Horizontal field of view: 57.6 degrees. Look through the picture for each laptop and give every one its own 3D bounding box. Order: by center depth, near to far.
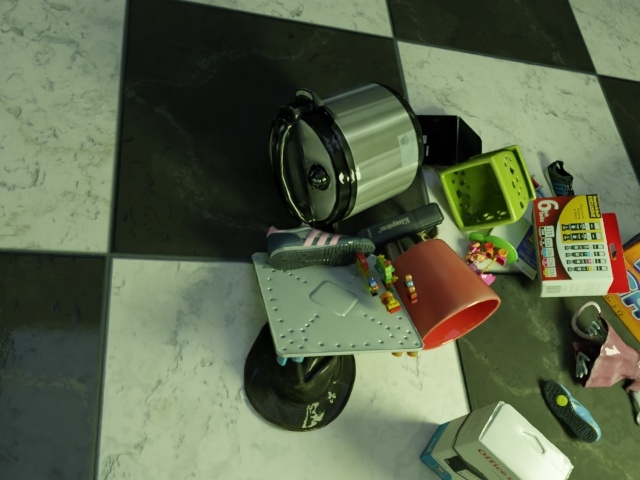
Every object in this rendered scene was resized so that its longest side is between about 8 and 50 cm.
[{"bbox_3d":[0.454,-0.324,2.107,0.265,0.136,0.234,3,59,11],"label":"laptop"}]

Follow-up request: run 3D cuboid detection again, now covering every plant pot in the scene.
[{"bbox_3d":[0.339,0.144,1.684,0.275,0.275,0.243,-15,60,-26],"label":"plant pot"},{"bbox_3d":[0.562,-0.181,1.919,0.207,0.228,0.227,-31,102,-37],"label":"plant pot"}]

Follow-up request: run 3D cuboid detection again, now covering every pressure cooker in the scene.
[{"bbox_3d":[0.044,-0.252,1.709,0.420,0.375,0.369,-27,78,-30],"label":"pressure cooker"}]

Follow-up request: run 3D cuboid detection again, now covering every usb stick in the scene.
[{"bbox_3d":[0.240,-0.040,1.788,0.278,0.045,0.077,-21,68,5],"label":"usb stick"}]

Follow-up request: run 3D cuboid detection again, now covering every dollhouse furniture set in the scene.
[{"bbox_3d":[0.283,-0.021,1.819,0.151,0.123,0.144,-9,67,-24],"label":"dollhouse furniture set"}]

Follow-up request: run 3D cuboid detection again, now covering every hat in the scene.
[{"bbox_3d":[-0.033,0.322,1.520,0.332,0.134,0.331,9,61,-16],"label":"hat"}]

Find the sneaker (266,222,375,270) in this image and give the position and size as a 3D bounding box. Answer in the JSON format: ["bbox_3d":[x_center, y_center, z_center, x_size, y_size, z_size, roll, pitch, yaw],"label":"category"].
[{"bbox_3d":[0.000,0.000,1.652,0.319,0.112,0.131,-1,51,-24],"label":"sneaker"}]

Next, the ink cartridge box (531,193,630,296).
[{"bbox_3d":[0.835,0.014,1.871,0.272,0.130,0.309,-4,61,15],"label":"ink cartridge box"}]

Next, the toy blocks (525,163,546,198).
[{"bbox_3d":[0.747,-0.195,2.118,0.123,0.054,0.148,-25,74,-29],"label":"toy blocks"}]

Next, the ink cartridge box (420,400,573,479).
[{"bbox_3d":[0.426,0.552,1.457,0.223,0.307,0.129,42,58,6],"label":"ink cartridge box"}]

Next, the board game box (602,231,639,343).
[{"bbox_3d":[1.210,0.113,1.941,0.357,0.356,0.356,-27,76,-29],"label":"board game box"}]

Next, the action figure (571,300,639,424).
[{"bbox_3d":[0.976,0.394,1.842,0.370,0.248,0.275,17,32,-10],"label":"action figure"}]

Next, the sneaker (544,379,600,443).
[{"bbox_3d":[0.755,0.509,1.751,0.209,0.069,0.082,53,26,22],"label":"sneaker"}]

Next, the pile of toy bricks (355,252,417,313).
[{"bbox_3d":[0.178,0.090,1.584,0.118,0.105,0.212,-21,42,-11],"label":"pile of toy bricks"}]

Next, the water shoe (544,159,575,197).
[{"bbox_3d":[0.902,-0.203,2.161,0.073,0.080,0.203,-13,69,-25],"label":"water shoe"}]

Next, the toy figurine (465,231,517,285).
[{"bbox_3d":[0.517,0.073,1.873,0.173,0.130,0.159,30,65,23],"label":"toy figurine"}]

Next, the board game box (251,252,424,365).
[{"bbox_3d":[0.032,0.172,1.578,0.390,0.050,0.390,1,36,-19],"label":"board game box"}]

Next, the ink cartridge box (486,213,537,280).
[{"bbox_3d":[0.671,0.011,1.986,0.206,0.045,0.208,40,57,3],"label":"ink cartridge box"}]
